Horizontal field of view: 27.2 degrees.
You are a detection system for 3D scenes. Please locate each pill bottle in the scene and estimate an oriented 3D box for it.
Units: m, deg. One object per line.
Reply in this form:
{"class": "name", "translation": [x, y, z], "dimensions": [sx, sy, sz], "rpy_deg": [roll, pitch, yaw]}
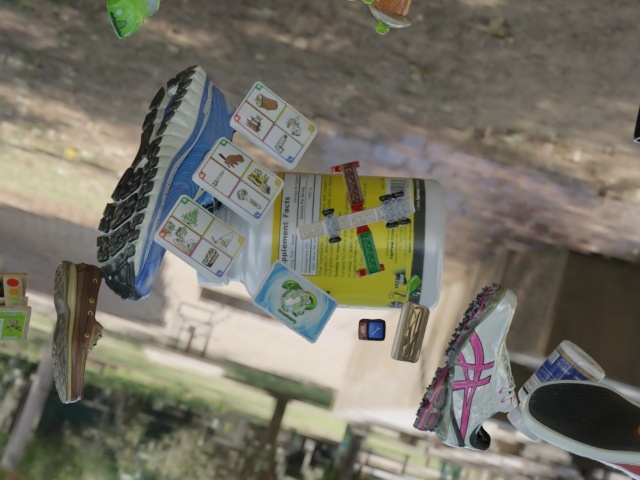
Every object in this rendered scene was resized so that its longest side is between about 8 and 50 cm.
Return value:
{"class": "pill bottle", "translation": [0.000, 0.000, 1.837], "dimensions": [0.334, 0.188, 0.188], "rpy_deg": [3, 171, 1]}
{"class": "pill bottle", "translation": [0.287, 0.187, 1.626], "dimensions": [0.067, 0.120, 0.067], "rpy_deg": [37, -169, -9]}

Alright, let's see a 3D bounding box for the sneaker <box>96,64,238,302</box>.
{"class": "sneaker", "translation": [-0.172, -0.062, 1.691], "dimensions": [0.147, 0.330, 0.130], "rpy_deg": [34, 151, -25]}

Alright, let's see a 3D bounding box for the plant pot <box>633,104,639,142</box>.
{"class": "plant pot", "translation": [0.554, -0.216, 1.791], "dimensions": [0.187, 0.167, 0.188], "rpy_deg": [10, 167, -24]}

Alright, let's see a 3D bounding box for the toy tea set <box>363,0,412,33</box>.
{"class": "toy tea set", "translation": [-0.032, -0.356, 1.748], "dimensions": [0.336, 0.124, 0.200], "rpy_deg": [27, -156, -2]}

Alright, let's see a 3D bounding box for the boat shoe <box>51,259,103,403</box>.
{"class": "boat shoe", "translation": [-0.299, 0.114, 1.652], "dimensions": [0.060, 0.178, 0.064], "rpy_deg": [3, 175, -26]}

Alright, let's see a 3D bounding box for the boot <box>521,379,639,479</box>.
{"class": "boot", "translation": [0.350, 0.251, 1.518], "dimensions": [0.244, 0.088, 0.176], "rpy_deg": [15, 148, 19]}

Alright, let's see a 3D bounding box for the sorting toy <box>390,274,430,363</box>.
{"class": "sorting toy", "translation": [0.087, 0.075, 1.265], "dimensions": [0.012, 0.083, 0.062], "rpy_deg": [12, 176, 26]}

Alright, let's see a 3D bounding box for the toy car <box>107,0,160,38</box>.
{"class": "toy car", "translation": [-0.199, -0.310, 1.454], "dimensions": [0.053, 0.225, 0.239], "rpy_deg": [-9, 140, 7]}

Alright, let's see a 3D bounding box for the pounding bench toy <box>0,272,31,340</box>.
{"class": "pounding bench toy", "translation": [-0.371, 0.071, 1.485], "dimensions": [0.083, 0.065, 0.052], "rpy_deg": [1, 133, -20]}

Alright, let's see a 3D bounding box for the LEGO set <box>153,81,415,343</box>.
{"class": "LEGO set", "translation": [-0.017, -0.008, 1.269], "dimensions": [0.244, 0.182, 0.060], "rpy_deg": [35, 165, -15]}

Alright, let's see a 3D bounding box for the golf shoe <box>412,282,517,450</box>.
{"class": "golf shoe", "translation": [0.157, 0.122, 1.264], "dimensions": [0.086, 0.186, 0.067], "rpy_deg": [24, -145, 8]}
